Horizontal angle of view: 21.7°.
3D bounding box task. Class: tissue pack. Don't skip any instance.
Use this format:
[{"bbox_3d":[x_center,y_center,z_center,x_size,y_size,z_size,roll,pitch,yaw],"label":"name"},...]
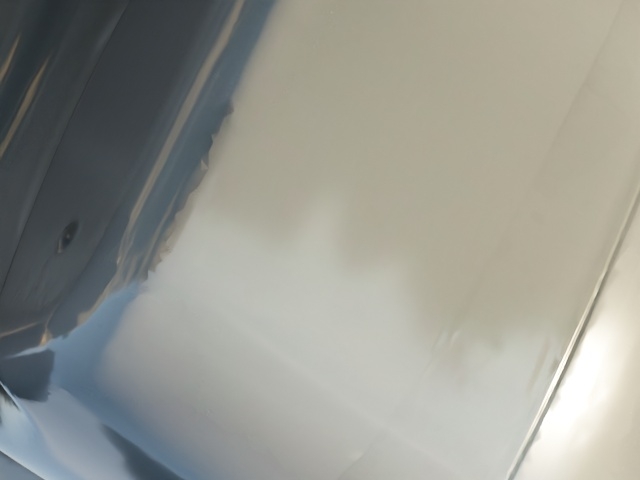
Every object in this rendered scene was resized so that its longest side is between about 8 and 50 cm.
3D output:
[{"bbox_3d":[0.000,0.000,0.574,0.236,0.229,0.333,29,169,-24],"label":"tissue pack"}]
